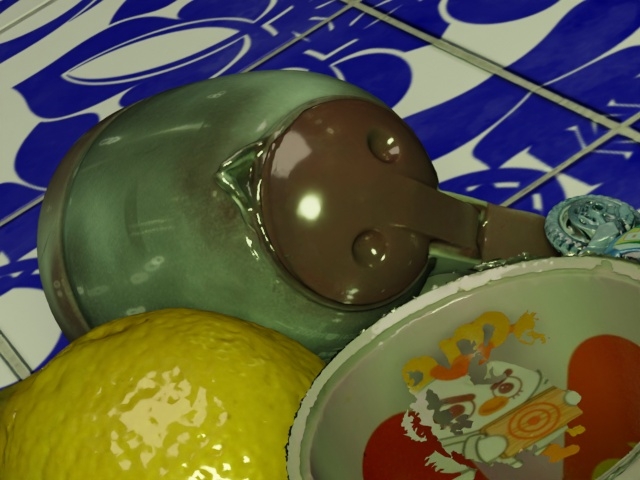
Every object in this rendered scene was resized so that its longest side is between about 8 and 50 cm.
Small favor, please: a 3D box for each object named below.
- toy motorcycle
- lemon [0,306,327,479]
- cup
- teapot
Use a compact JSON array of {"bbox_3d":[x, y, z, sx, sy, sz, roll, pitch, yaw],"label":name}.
[{"bbox_3d":[0.264,0.026,1.244,0.254,0.092,0.135,9,37,13],"label":"toy motorcycle"},{"bbox_3d":[-0.075,0.157,1.196,0.254,0.228,0.228,8,43,30],"label":"lemon"},{"bbox_3d":[0.128,0.174,0.932,0.203,0.288,0.203,-20,29,11],"label":"cup"},{"bbox_3d":[0.000,0.000,1.367,0.312,0.315,0.233,-13,68,60],"label":"teapot"}]
